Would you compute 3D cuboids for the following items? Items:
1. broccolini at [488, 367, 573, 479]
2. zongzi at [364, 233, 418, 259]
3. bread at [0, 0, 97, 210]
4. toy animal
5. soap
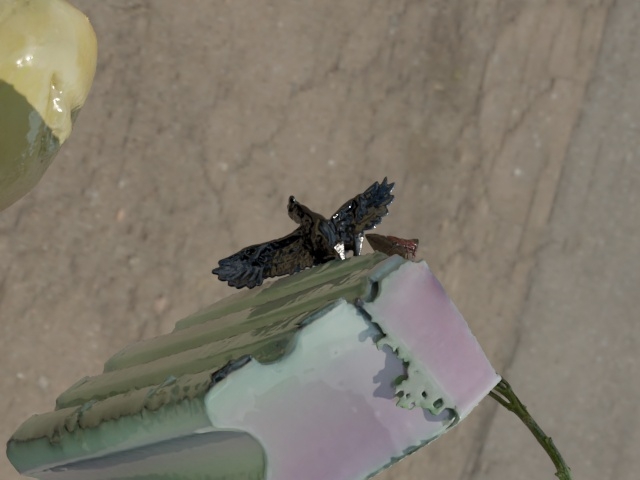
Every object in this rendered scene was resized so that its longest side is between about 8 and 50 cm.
[{"bbox_3d":[0.216,0.196,1.522,0.054,0.194,0.052,-24,135,-17],"label":"broccolini"},{"bbox_3d":[0.108,0.020,1.902,0.083,0.073,0.067,28,91,-33],"label":"zongzi"},{"bbox_3d":[-0.401,-0.201,1.324,0.253,0.376,0.348,-50,-178,-11],"label":"bread"},{"bbox_3d":[0.000,0.000,1.355,0.220,0.108,0.062,-30,136,-27],"label":"toy animal"},{"bbox_3d":[-0.065,0.146,1.252,0.261,0.446,0.156,-36,100,-41],"label":"soap"}]
